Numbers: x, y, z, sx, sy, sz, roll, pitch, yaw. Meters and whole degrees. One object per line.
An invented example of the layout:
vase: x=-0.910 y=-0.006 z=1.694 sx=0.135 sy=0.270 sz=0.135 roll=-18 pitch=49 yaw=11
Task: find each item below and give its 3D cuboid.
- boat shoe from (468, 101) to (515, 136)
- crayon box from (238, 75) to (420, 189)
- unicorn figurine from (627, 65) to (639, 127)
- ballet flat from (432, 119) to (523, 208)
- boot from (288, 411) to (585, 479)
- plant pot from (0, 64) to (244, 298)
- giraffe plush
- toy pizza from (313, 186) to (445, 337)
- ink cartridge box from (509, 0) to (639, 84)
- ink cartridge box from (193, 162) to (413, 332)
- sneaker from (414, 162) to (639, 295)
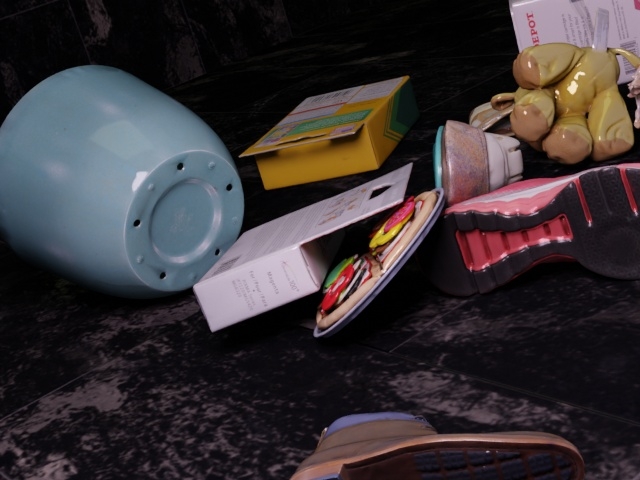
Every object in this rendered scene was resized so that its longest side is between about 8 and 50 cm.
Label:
boat shoe: x=0.316 y=-0.188 z=1.569 sx=0.190 sy=0.068 sz=0.072 roll=-23 pitch=29 yaw=15
crayon box: x=0.023 y=-0.172 z=1.741 sx=0.203 sy=0.083 sz=0.323 roll=-9 pitch=19 yaw=24
unicorn figurine: x=0.435 y=-0.165 z=1.331 sx=0.060 sy=0.162 sz=0.111 roll=0 pitch=52 yaw=30
ballet flat: x=0.190 y=-0.097 z=1.284 sx=0.106 sy=0.108 sz=0.316 roll=-3 pitch=9 yaw=6
boot: x=0.079 y=0.151 z=0.760 sx=0.219 sy=0.082 sz=0.106 roll=-13 pitch=21 yaw=19
plant pot: x=-0.238 y=-0.057 z=1.359 sx=0.293 sy=0.293 sz=0.235 roll=-30 pitch=38 yaw=-33
giraffe plush: x=0.315 y=-0.186 z=1.416 sx=0.210 sy=0.181 sz=0.170 roll=-65 pitch=9 yaw=-18
toy pizza: x=0.053 y=0.017 z=1.086 sx=0.201 sy=0.032 sz=0.201 roll=-49 pitch=5 yaw=6
ink cartridge box: x=0.434 y=-0.333 z=1.686 sx=0.237 sy=0.172 sz=0.100 roll=-14 pitch=18 yaw=12
ink cartridge box: x=0.000 y=0.000 z=1.198 sx=0.239 sy=0.060 sz=0.275 roll=-21 pitch=9 yaw=11
sneaker: x=0.254 y=-0.032 z=1.076 sx=0.313 sy=0.116 sz=0.136 roll=-8 pitch=19 yaw=27
